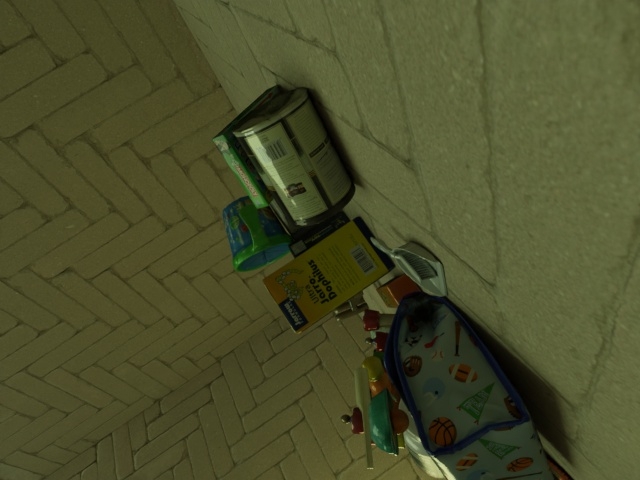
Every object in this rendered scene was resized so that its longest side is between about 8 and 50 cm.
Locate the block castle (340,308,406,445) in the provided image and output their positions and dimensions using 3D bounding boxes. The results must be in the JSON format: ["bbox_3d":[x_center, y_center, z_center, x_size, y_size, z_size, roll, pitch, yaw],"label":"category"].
[{"bbox_3d":[0.225,0.521,1.580,0.303,0.213,0.453,61,-147,-50],"label":"block castle"}]

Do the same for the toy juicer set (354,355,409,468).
[{"bbox_3d":[0.141,0.355,0.903,0.329,0.090,0.209,53,-152,-65],"label":"toy juicer set"}]

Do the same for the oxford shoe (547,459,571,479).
[{"bbox_3d":[0.497,0.570,0.991,0.363,0.133,0.130,51,172,45],"label":"oxford shoe"}]

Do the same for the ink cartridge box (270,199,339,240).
[{"bbox_3d":[-0.076,-0.149,1.496,0.198,0.197,0.270,53,174,26],"label":"ink cartridge box"}]

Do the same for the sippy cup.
[{"bbox_3d":[-0.240,-0.035,1.500,0.305,0.240,0.224,-38,73,43],"label":"sippy cup"}]

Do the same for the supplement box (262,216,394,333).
[{"bbox_3d":[0.025,0.115,1.313,0.195,0.357,0.194,55,174,10],"label":"supplement box"}]

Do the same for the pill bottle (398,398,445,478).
[{"bbox_3d":[0.373,0.623,1.358,0.210,0.210,0.363,51,169,45],"label":"pill bottle"}]

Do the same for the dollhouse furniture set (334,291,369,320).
[{"bbox_3d":[0.009,0.141,1.813,0.394,0.257,0.362,-96,-16,-87],"label":"dollhouse furniture set"}]

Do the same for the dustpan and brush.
[{"bbox_3d":[0.193,0.041,0.950,0.211,0.060,0.147,52,173,42],"label":"dustpan and brush"}]

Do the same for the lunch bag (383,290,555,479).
[{"bbox_3d":[0.301,0.343,0.939,0.327,0.239,0.385,59,-170,-35],"label":"lunch bag"}]

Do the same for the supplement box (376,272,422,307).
[{"bbox_3d":[0.228,0.152,1.225,0.078,0.080,0.233,58,177,8],"label":"supplement box"}]

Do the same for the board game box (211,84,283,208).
[{"bbox_3d":[-0.145,-0.266,1.140,0.213,0.046,0.317,58,-142,-28],"label":"board game box"}]

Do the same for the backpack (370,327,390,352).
[{"bbox_3d":[0.321,0.473,2.074,0.115,0.152,0.182,121,128,-78],"label":"backpack"}]

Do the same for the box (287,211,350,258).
[{"bbox_3d":[0.000,0.000,1.515,0.059,0.233,0.183,58,174,12],"label":"box"}]

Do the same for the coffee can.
[{"bbox_3d":[-0.059,-0.201,1.023,0.275,0.202,0.201,60,174,-28],"label":"coffee can"}]
